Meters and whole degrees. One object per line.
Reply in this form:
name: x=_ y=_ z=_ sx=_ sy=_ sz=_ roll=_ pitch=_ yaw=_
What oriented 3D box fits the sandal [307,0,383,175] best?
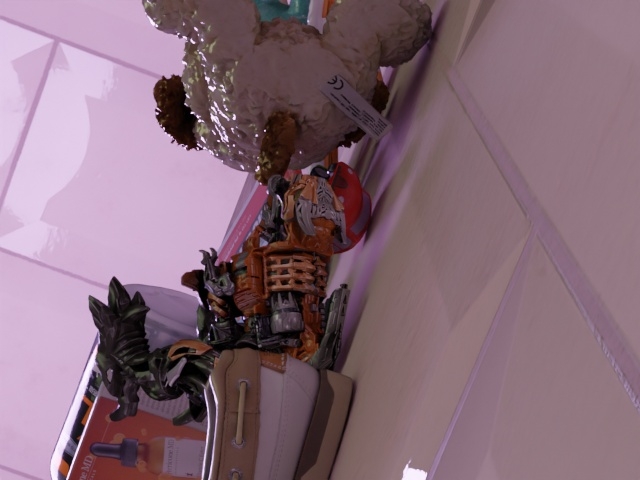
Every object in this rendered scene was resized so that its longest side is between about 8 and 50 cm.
sandal: x=0.029 y=-0.137 z=1.775 sx=0.102 sy=0.076 sz=0.265 roll=30 pitch=-121 yaw=-81

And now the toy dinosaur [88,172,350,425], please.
toy dinosaur: x=-0.073 y=0.103 z=1.434 sx=0.218 sy=0.164 sz=0.322 roll=8 pitch=65 yaw=45

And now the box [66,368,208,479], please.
box: x=-0.142 y=0.207 z=1.630 sx=0.091 sy=0.170 sz=0.130 roll=-85 pitch=16 yaw=-69

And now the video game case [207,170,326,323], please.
video game case: x=-0.066 y=0.043 z=1.836 sx=0.204 sy=0.025 sz=0.285 roll=-59 pitch=21 yaw=22

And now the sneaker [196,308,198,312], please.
sneaker: x=-0.081 y=0.057 z=2.055 sx=0.092 sy=0.087 sz=0.228 roll=-68 pitch=13 yaw=-19

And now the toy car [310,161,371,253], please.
toy car: x=0.000 y=0.000 z=1.613 sx=0.225 sy=0.053 sz=0.239 roll=-79 pitch=12 yaw=-61

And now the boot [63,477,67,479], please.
boot: x=-0.190 y=0.319 z=1.928 sx=0.260 sy=0.131 sz=0.348 roll=-40 pitch=42 yaw=6

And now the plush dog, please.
plush dog: x=-0.038 y=-0.126 z=1.603 sx=0.225 sy=0.262 sz=0.211 roll=113 pitch=161 yaw=-75

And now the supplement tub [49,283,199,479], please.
supplement tub: x=-0.221 y=0.230 z=2.193 sx=0.193 sy=0.193 sz=0.316 roll=-99 pitch=29 yaw=-78

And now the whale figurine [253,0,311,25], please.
whale figurine: x=-0.062 y=-0.225 z=2.139 sx=0.216 sy=0.141 sz=0.272 roll=-65 pitch=36 yaw=38

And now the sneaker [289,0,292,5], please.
sneaker: x=0.028 y=-0.357 z=2.303 sx=0.302 sy=0.108 sz=0.121 roll=-75 pitch=4 yaw=-54

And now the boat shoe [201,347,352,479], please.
boat shoe: x=-0.069 y=0.221 z=1.235 sx=0.113 sy=0.103 sz=0.302 roll=121 pitch=168 yaw=-63
